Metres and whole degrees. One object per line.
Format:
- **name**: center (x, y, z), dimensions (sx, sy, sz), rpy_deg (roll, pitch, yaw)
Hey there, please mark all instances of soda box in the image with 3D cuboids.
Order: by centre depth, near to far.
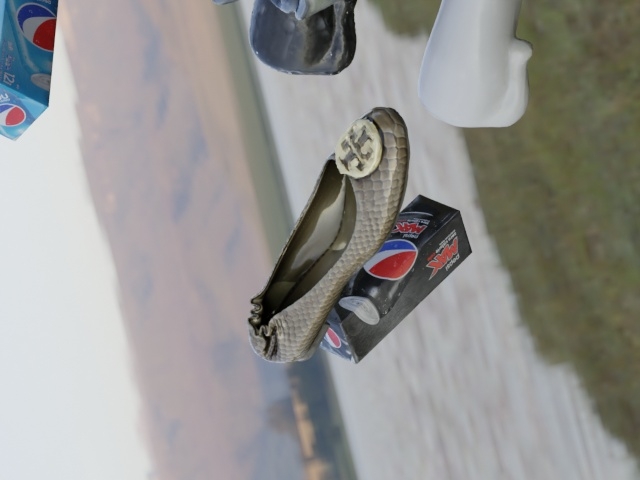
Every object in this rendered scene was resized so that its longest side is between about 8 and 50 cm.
- **soda box**: center (0.063, 0.034, 1.705), dimensions (0.053, 0.169, 0.060), rpy_deg (24, 147, 40)
- **soda box**: center (-0.330, -0.213, 1.987), dimensions (0.067, 0.071, 0.210), rpy_deg (25, -136, -30)

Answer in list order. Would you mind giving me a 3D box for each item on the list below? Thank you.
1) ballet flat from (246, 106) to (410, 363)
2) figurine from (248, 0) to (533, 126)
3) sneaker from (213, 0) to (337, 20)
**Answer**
- **ballet flat**: center (0.000, 0.000, 1.447), dimensions (0.250, 0.058, 0.084), rpy_deg (-62, 37, 34)
- **figurine**: center (0.057, -0.196, 1.278), dimensions (0.209, 0.215, 0.092), rpy_deg (94, -160, -48)
- **sneaker**: center (0.012, -0.186, 1.019), dimensions (0.111, 0.121, 0.300), rpy_deg (51, -159, 11)
